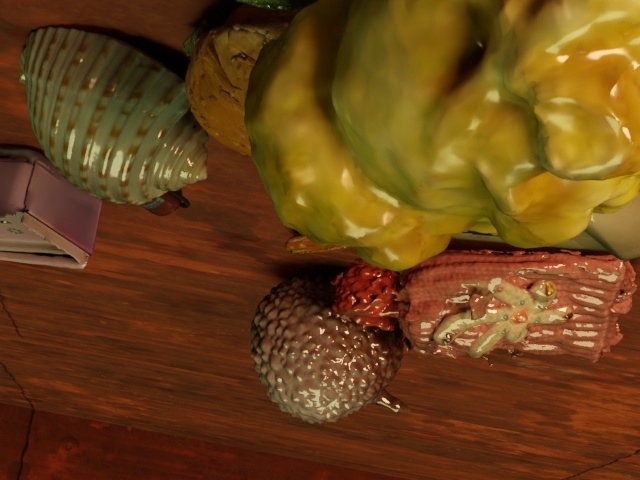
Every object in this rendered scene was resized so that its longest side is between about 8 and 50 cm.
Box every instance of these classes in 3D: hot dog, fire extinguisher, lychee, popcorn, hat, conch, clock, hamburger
[{"bbox_3d":[0.000,0.000,1.300,0.083,0.021,0.037,-5,168,39],"label":"hot dog"},{"bbox_3d":[-0.158,-0.052,1.196,0.056,0.039,0.132,11,166,32],"label":"fire extinguisher"},{"bbox_3d":[0.013,0.124,1.448,0.197,0.165,0.165,49,154,-7],"label":"lychee"},{"bbox_3d":[0.116,-0.081,0.673,0.225,0.173,0.286,1,163,-39],"label":"popcorn"},{"bbox_3d":[0.149,0.067,1.279,0.287,0.107,0.236,3,153,7],"label":"hat"},{"bbox_3d":[-0.152,-0.086,0.981,0.153,0.102,0.135,14,148,-11],"label":"conch"},{"bbox_3d":[-0.325,-0.033,1.294,0.193,0.073,0.144,4,163,21],"label":"clock"},{"bbox_3d":[-0.048,-0.100,0.883,0.102,0.087,0.176,8,166,3],"label":"hamburger"}]

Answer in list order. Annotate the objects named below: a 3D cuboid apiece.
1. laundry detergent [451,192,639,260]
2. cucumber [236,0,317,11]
[{"bbox_3d":[0.149,-0.040,0.941,0.253,0.091,0.181,7,166,18],"label":"laundry detergent"},{"bbox_3d":[-0.049,-0.184,0.643,0.115,0.063,0.244,-5,159,17],"label":"cucumber"}]
